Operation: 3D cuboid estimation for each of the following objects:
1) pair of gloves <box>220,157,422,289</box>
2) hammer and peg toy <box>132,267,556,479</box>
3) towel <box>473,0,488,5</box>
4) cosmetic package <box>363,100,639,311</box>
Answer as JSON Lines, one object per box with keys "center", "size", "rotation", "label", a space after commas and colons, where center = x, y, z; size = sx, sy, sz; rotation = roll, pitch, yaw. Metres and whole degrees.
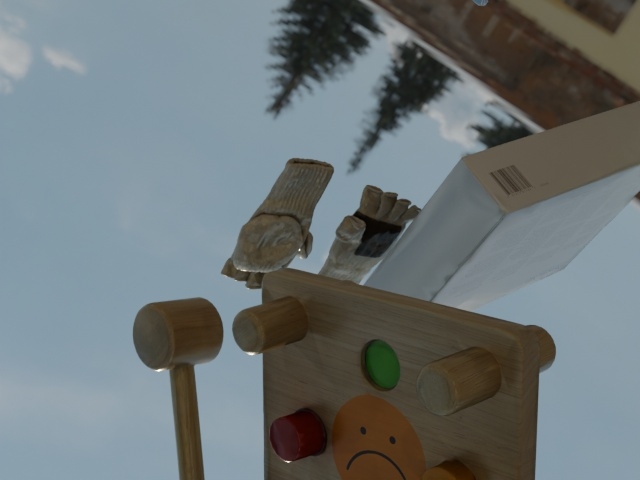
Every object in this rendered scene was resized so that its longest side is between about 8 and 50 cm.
{"center": [0.000, 0.000, 1.538], "size": [0.240, 0.204, 0.042], "rotation": [16, -151, -40], "label": "pair of gloves"}
{"center": [0.013, 0.160, 0.928], "size": [0.361, 0.265, 0.127], "rotation": [11, -163, 42], "label": "hammer and peg toy"}
{"center": [0.180, -0.423, 1.153], "size": [0.040, 0.271, 0.370], "rotation": [7, 169, 3], "label": "towel"}
{"center": [0.259, -0.026, 1.527], "size": [0.377, 0.284, 0.097], "rotation": [-19, -117, -41], "label": "cosmetic package"}
